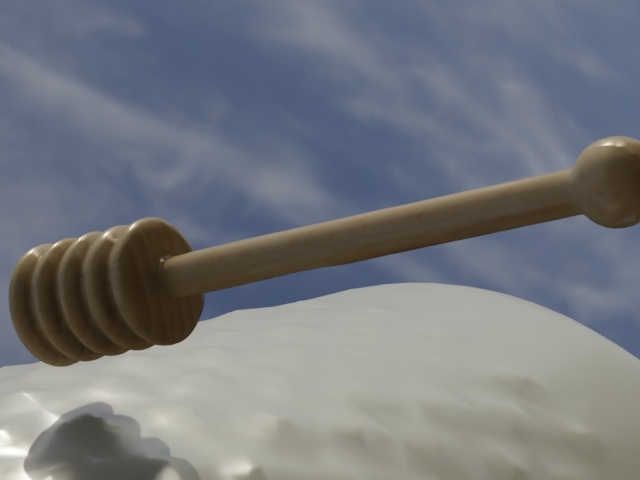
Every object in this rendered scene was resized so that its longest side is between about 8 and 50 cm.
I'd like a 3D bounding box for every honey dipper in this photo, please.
[{"bbox_3d":[0.000,0.000,0.417,0.030,0.161,0.030,25,-121,-49],"label":"honey dipper"}]

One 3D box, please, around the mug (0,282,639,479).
[{"bbox_3d":[-0.046,0.213,0.491,0.328,0.276,0.374,-10,-98,-49],"label":"mug"}]
